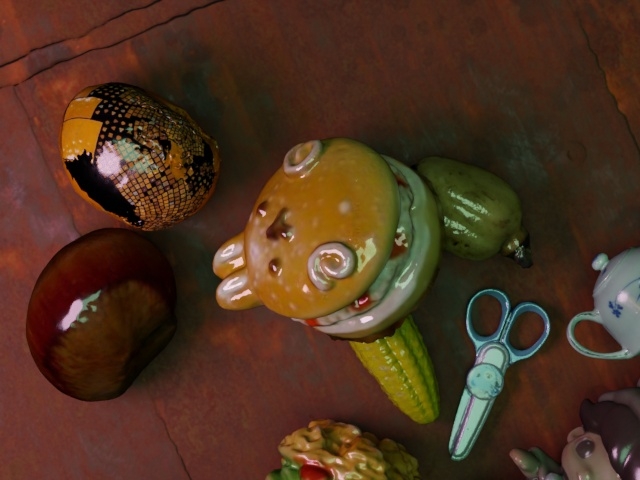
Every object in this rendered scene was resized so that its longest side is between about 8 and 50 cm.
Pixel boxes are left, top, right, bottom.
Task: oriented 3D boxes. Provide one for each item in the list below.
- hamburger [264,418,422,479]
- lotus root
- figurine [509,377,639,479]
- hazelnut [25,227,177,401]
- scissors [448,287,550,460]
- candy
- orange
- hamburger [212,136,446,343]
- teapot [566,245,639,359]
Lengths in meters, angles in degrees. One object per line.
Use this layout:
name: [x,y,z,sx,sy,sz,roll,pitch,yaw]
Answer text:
hamburger: [0.037,0.331,1.650,0.237,0.237,0.149,20,89,0]
lotus root: [0.213,-0.038,1.679,0.220,0.118,0.125,27,125,0]
figurine: [0.388,0.342,1.650,0.380,0.203,0.248,-28,54,12]
hazelnut: [-0.315,0.102,1.661,0.217,0.217,0.252,22,116,0]
scissors: [0.240,0.201,1.731,0.125,0.030,0.256,21,91,2]
candy: [0.113,0.175,1.702,0.094,0.106,0.199,-33,98,-17]
orange: [-0.251,-0.118,1.626,0.234,0.234,0.182,43,100,-1]
hamburger: [0.000,0.000,1.607,0.302,0.186,0.261,-22,61,39]
teapot: [0.440,0.072,1.668,0.159,0.159,0.232,40,84,-1]
